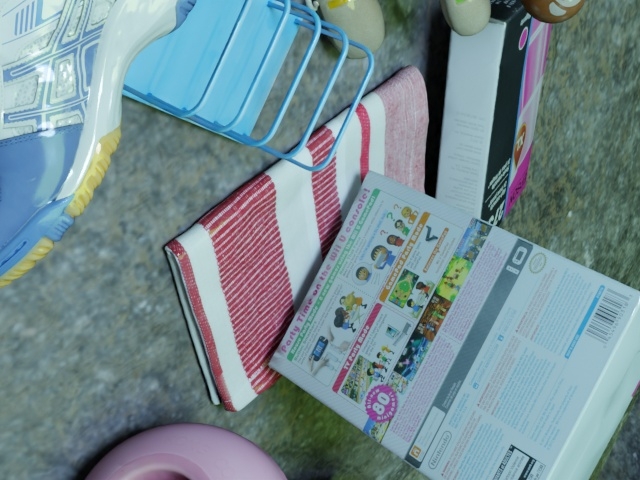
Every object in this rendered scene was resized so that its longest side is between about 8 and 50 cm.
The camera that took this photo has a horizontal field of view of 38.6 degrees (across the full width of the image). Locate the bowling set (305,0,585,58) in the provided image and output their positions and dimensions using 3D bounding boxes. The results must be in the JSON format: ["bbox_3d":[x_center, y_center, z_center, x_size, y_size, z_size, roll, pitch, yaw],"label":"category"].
[{"bbox_3d":[0.128,-0.272,0.747,0.287,0.200,0.154,-57,146,-14],"label":"bowling set"}]

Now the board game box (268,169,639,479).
[{"bbox_3d":[0.124,0.095,0.838,0.098,0.303,0.224,25,94,-52],"label":"board game box"}]

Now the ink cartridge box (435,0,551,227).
[{"bbox_3d":[0.189,-0.110,1.033,0.176,0.069,0.370,-47,149,-45],"label":"ink cartridge box"}]

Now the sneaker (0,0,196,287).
[{"bbox_3d":[-0.178,-0.116,0.551,0.131,0.112,0.296,27,90,-40],"label":"sneaker"}]

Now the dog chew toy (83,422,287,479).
[{"bbox_3d":[-0.105,0.302,0.862,0.206,0.207,0.331,-49,153,-18],"label":"dog chew toy"}]

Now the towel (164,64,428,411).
[{"bbox_3d":[0.000,0.000,0.914,0.329,0.037,0.237,-40,140,-29],"label":"towel"}]

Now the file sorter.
[{"bbox_3d":[-0.055,-0.132,0.679,0.170,0.105,0.118,17,100,-56],"label":"file sorter"}]
